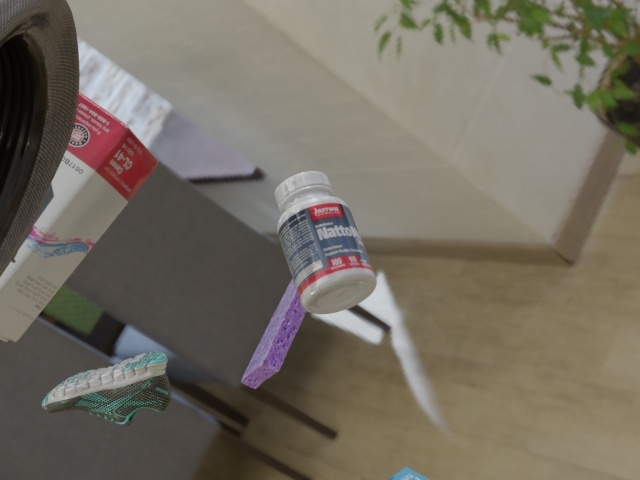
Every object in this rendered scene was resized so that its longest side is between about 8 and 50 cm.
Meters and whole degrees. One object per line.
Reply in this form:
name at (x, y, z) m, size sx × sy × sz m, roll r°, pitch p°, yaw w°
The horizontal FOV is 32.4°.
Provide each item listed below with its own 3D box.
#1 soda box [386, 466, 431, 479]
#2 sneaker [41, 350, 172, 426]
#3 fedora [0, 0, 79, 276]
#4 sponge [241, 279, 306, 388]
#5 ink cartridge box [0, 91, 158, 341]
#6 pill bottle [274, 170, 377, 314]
soda box at (0.106, 0.462, 1.854) m, size 0.071 × 0.210 × 0.067 m, roll 24°, pitch 118°, yaw 34°
sneaker at (-0.251, 0.189, 1.306) m, size 0.166 × 0.076 × 0.065 m, roll -16°, pitch 10°, yaw 15°
fedora at (-0.291, -0.070, 0.814) m, size 0.244 × 0.124 × 0.275 m, roll 99°, pitch -172°, yaw -58°
sponge at (-0.051, 0.119, 1.662) m, size 0.210 × 0.031 × 0.117 m, roll -64°, pitch 8°, yaw -29°
ink cartridge box at (-0.394, -0.060, 1.405) m, size 0.306 × 0.226 × 0.131 m, roll -53°, pitch -17°, yaw -10°
pill bottle at (0.000, 0.000, 1.515) m, size 0.108 × 0.108 × 0.180 m, roll -38°, pitch 59°, yaw 31°
